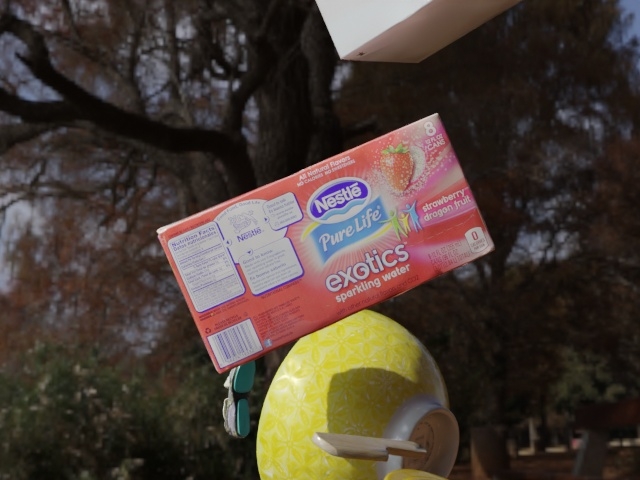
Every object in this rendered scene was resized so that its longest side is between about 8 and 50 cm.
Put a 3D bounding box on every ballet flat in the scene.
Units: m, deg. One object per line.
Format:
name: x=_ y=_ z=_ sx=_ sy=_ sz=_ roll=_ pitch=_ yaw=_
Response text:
ballet flat: x=-0.114 y=0.207 z=1.231 sx=0.041 sy=0.114 sz=0.041 roll=4 pitch=-9 yaw=1

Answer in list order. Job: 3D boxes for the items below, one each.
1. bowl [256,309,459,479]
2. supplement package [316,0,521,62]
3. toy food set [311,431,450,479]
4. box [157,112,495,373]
bowl: x=0.077 y=0.243 z=1.143 sx=0.156 sy=0.290 sz=0.289 roll=15 pitch=0 yaw=44
supplement package: x=0.097 y=-0.374 z=1.080 sx=0.199 sy=0.263 sz=0.198 roll=-26 pitch=-7 yaw=33
toy food set: x=0.087 y=0.212 z=0.577 sx=0.218 sy=0.071 sz=0.128 roll=33 pitch=11 yaw=36
box: x=0.000 y=0.000 z=0.935 sx=0.299 sy=0.154 sz=0.142 roll=-24 pitch=3 yaw=-7
